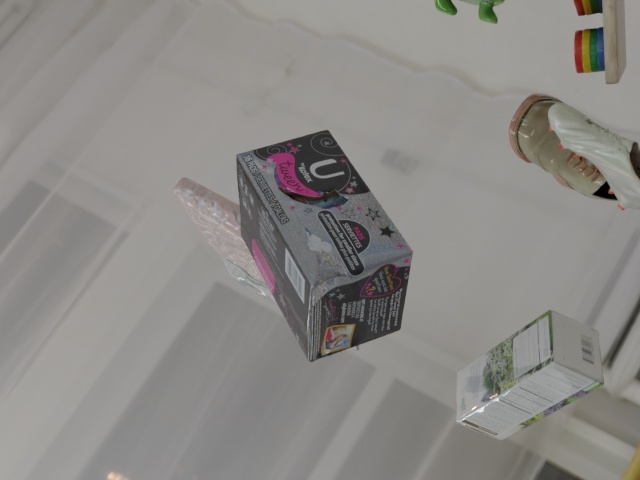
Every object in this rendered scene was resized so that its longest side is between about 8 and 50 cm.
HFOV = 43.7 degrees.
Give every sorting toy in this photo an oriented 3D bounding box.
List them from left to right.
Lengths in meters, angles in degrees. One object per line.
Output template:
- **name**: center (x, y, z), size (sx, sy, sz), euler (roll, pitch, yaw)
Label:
- **sorting toy**: center (0.576, -0.469, 1.656), size (0.089, 0.255, 0.257), euler (0, 109, 25)

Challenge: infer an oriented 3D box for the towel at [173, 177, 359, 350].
- **towel**: center (-0.076, 0.048, 1.372), size (0.332, 0.053, 0.317), euler (27, 161, 26)

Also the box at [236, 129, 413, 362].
- **box**: center (0.000, 0.000, 1.044), size (0.163, 0.142, 0.247), euler (93, 152, -47)

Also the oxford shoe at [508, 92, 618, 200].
- **oxford shoe**: center (0.517, -0.182, 1.616), size (0.397, 0.140, 0.146), euler (18, -164, -48)

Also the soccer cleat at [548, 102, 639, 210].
- **soccer cleat**: center (0.401, -0.130, 1.118), size (0.196, 0.068, 0.076), euler (52, 144, 16)

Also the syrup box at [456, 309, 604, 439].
- **syrup box**: center (0.313, 0.212, 1.224), size (0.096, 0.093, 0.237), euler (24, 138, -16)

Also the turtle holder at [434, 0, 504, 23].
- **turtle holder**: center (0.274, -0.597, 1.636), size (0.243, 0.227, 0.320), euler (19, -169, -18)
